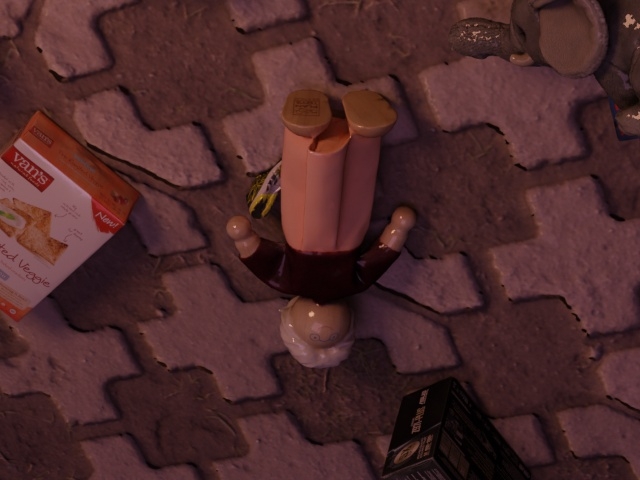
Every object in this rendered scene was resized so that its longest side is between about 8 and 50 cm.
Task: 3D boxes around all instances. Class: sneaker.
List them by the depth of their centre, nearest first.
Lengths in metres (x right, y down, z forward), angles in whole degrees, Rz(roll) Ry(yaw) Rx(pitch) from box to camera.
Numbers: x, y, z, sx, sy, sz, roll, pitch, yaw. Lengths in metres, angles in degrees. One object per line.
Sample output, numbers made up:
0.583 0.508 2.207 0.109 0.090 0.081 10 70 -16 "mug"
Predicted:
-0.059 -0.065 1.778 0.031 0.035 0.083 20 113 -42 "sneaker"

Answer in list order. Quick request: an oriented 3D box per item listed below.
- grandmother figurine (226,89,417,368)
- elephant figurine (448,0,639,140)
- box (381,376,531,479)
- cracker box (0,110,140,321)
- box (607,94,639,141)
0.000 0.000 1.765 0.207 0.104 0.342 5 126 5 "grandmother figurine"
0.249 -0.201 1.470 0.239 0.169 0.186 34 100 10 "elephant figurine"
0.164 0.280 1.896 0.077 0.147 0.180 -26 115 30 "box"
-0.342 -0.024 1.865 0.155 0.067 0.232 40 125 -15 "cracker box"
0.345 -0.214 1.547 0.159 0.044 0.233 -8 123 21 "box"
